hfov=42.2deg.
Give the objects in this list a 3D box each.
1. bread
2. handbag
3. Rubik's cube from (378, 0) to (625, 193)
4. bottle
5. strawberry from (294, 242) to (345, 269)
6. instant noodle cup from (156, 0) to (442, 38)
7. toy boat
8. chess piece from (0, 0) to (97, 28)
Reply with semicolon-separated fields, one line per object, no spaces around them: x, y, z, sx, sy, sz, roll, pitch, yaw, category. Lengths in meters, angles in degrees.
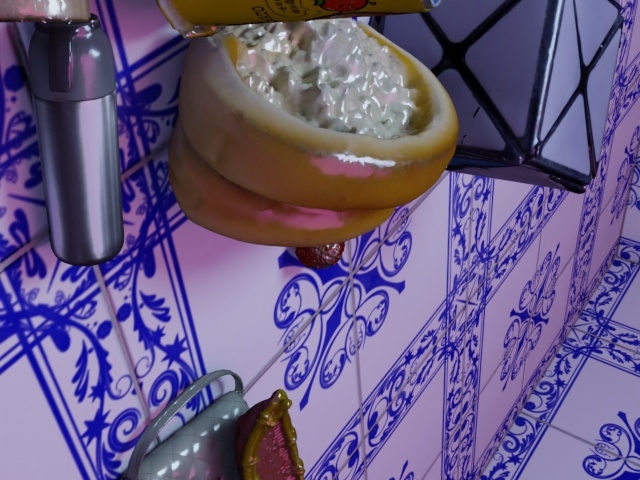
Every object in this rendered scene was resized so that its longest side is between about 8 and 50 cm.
-0.018;-0.155;1.064;0.245;0.329;0.424;-37;174;38;bread
-0.185;0.311;1.205;0.256;0.079;0.219;-35;133;-48;handbag
0.273;-0.256;1.318;0.307;0.305;0.310;7;93;-54;Rubik's cube
-0.240;-0.093;0.820;0.096;0.079;0.254;-94;-172;-61;bottle
0.000;0.000;1.306;0.083;0.083;0.097;1;95;-60;strawberry
-0.003;-0.350;0.789;0.325;0.254;0.326;7;90;-77;instant noodle cup
-0.067;0.335;1.248;0.141;0.099;0.318;-54;147;-41;toy boat
-0.251;-0.319;0.641;0.137;0.137;0.301;-22;116;-53;chess piece
